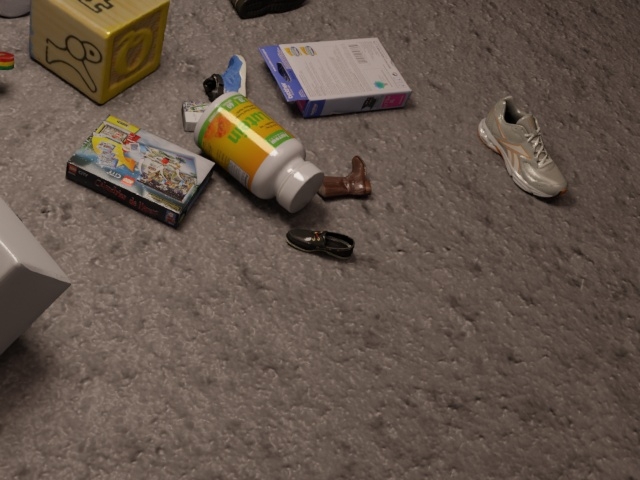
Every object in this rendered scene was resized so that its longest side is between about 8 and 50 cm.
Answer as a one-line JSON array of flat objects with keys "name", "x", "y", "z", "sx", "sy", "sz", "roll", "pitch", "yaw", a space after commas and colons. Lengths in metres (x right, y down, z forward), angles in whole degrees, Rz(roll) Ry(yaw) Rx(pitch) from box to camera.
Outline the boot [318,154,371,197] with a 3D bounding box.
[{"name": "boot", "x": 0.038, "y": -0.131, "z": 1.905, "sx": 0.114, "sy": 0.037, "sz": 0.106, "roll": -5, "pitch": 51, "yaw": -17}]

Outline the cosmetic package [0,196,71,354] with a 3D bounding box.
[{"name": "cosmetic package", "x": -0.623, "y": -0.024, "z": 1.431, "sx": 0.230, "sy": 0.161, "sz": 0.453, "roll": -44, "pitch": 70, "yaw": 2}]

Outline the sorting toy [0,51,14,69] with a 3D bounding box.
[{"name": "sorting toy", "x": -0.718, "y": -0.388, "z": 1.807, "sx": 0.275, "sy": 0.046, "sz": 0.132, "roll": 9, "pitch": 25, "yaw": -2}]

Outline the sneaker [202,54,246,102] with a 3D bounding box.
[{"name": "sneaker", "x": -0.206, "y": -0.345, "z": 1.981, "sx": 0.085, "sy": 0.058, "sz": 0.152, "roll": 11, "pitch": 55, "yaw": -22}]

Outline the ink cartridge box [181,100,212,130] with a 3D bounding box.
[{"name": "ink cartridge box", "x": -0.226, "y": -0.254, "z": 1.917, "sx": 0.115, "sy": 0.029, "sz": 0.062, "roll": 1, "pitch": 51, "yaw": -18}]

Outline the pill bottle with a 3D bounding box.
[{"name": "pill bottle", "x": -0.116, "y": -0.167, "z": 1.809, "sx": 0.246, "sy": 0.136, "sz": 0.136, "roll": 40, "pitch": 50, "yaw": 15}]

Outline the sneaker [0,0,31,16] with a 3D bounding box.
[{"name": "sneaker", "x": -0.740, "y": -0.546, "z": 1.942, "sx": 0.269, "sy": 0.101, "sz": 0.153, "roll": -3, "pitch": 51, "yaw": -28}]

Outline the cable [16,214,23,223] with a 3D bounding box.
[{"name": "cable", "x": -0.595, "y": 0.010, "z": 1.562, "sx": 0.185, "sy": 0.047, "sz": 0.150, "roll": 6, "pitch": 56, "yaw": -13}]

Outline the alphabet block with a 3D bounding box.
[{"name": "alphabet block", "x": -0.448, "y": -0.429, "z": 1.882, "sx": 0.197, "sy": 0.192, "sz": 0.193, "roll": 35, "pitch": 51, "yaw": 11}]

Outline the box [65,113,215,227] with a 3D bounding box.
[{"name": "box", "x": -0.339, "y": -0.134, "z": 1.766, "sx": 0.233, "sy": 0.044, "sz": 0.159, "roll": 25, "pitch": 48, "yaw": 2}]

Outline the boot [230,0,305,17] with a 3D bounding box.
[{"name": "boot", "x": -0.139, "y": -0.609, "z": 2.222, "sx": 0.198, "sy": 0.076, "sz": 0.137, "roll": -17, "pitch": 54, "yaw": -32}]

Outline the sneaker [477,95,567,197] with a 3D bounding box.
[{"name": "sneaker", "x": 0.455, "y": -0.209, "z": 2.055, "sx": 0.099, "sy": 0.121, "sz": 0.262, "roll": -23, "pitch": 62, "yaw": -32}]

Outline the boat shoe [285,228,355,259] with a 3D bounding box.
[{"name": "boat shoe", "x": 0.000, "y": -0.001, "z": 1.776, "sx": 0.133, "sy": 0.042, "sz": 0.049, "roll": 14, "pitch": 50, "yaw": -6}]

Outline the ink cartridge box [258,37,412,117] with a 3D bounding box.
[{"name": "ink cartridge box", "x": 0.027, "y": -0.365, "z": 2.078, "sx": 0.311, "sy": 0.065, "sz": 0.185, "roll": -9, "pitch": 55, "yaw": -28}]
